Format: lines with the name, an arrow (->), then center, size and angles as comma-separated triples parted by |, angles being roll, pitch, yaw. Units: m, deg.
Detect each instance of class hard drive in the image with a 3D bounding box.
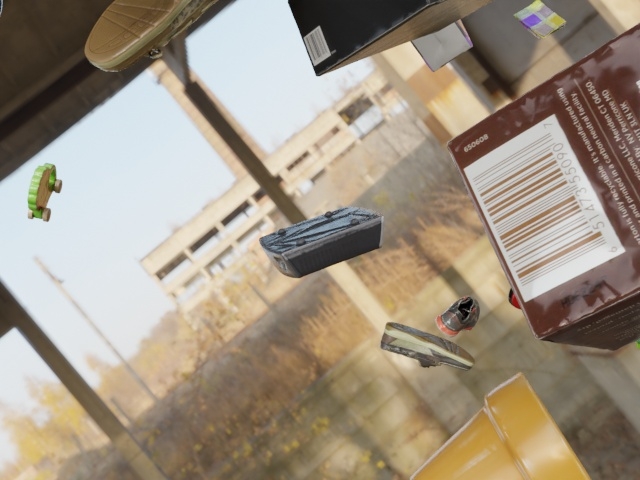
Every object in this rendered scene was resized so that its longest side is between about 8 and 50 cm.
hard drive -> 0.000, 0.000, 1.312 | 0.171, 0.054, 0.254 | -20, 8, -9

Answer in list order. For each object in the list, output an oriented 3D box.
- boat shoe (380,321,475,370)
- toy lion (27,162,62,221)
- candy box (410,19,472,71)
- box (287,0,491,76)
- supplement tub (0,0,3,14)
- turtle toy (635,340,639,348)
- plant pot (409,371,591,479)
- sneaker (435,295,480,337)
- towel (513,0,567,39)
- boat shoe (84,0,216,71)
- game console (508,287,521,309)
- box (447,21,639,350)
boat shoe -> 0.166, 0.174, 1.358 | 0.056, 0.152, 0.049 | -63, -4, -76
toy lion -> -0.436, -0.083, 1.359 | 0.096, 0.034, 0.100 | 106, 174, -50
candy box -> 0.132, -0.362, 1.245 | 0.070, 0.165, 0.196 | -32, 34, 19
box -> 0.103, -0.275, 0.907 | 0.184, 0.103, 0.261 | -22, 5, -24
supplement tub -> -0.411, -0.181, 0.741 | 0.316, 0.193, 0.193 | -49, -1, 5
turtle toy -> 0.472, 0.100, 1.173 | 0.130, 0.095, 0.066 | -60, 29, 23
plant pot -> 0.219, 0.295, 1.046 | 0.187, 0.205, 0.205 | -32, 1, 7
sneaker -> 0.270, 0.131, 1.598 | 0.065, 0.061, 0.158 | -51, -12, 29
towel -> 0.390, -0.392, 1.533 | 0.060, 0.083, 0.009 | -31, -33, -7
boat shoe -> -0.235, -0.340, 1.311 | 0.285, 0.104, 0.089 | -48, -30, -23
game console -> 0.245, 0.002, 0.886 | 0.085, 0.124, 0.144 | 37, 110, 65
box -> 0.233, -0.027, 0.657 | 0.167, 0.169, 0.203 | -32, -23, 26
